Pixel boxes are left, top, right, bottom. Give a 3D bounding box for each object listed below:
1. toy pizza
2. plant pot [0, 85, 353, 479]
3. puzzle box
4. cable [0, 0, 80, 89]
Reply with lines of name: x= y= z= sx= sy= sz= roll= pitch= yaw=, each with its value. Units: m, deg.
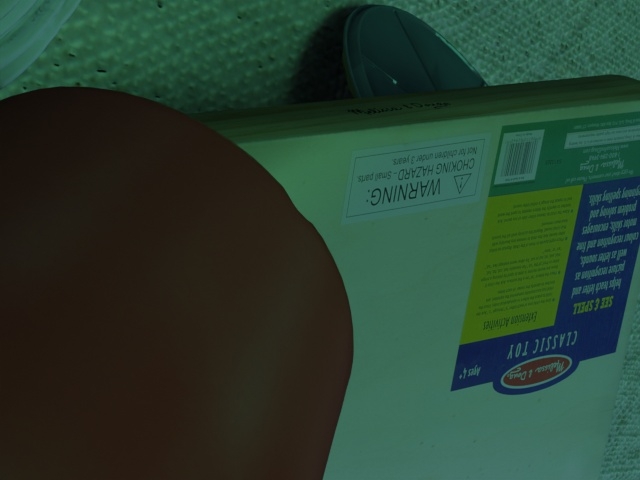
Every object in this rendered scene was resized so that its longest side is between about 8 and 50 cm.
toy pizza: x=0.076 y=-0.062 z=1.201 sx=0.201 sy=0.032 sz=0.201 roll=40 pitch=30 yaw=-28
plant pot: x=-0.117 y=0.085 z=0.695 sx=0.243 sy=0.275 sz=0.275 roll=-57 pitch=146 yaw=-47
puzzle box: x=0.034 y=0.054 z=1.049 sx=0.409 sy=0.052 sz=0.272 roll=-8 pitch=115 yaw=-43
cable: x=-0.166 y=-0.167 z=0.703 sx=0.257 sy=0.089 sz=0.257 roll=67 pitch=40 yaw=-51
